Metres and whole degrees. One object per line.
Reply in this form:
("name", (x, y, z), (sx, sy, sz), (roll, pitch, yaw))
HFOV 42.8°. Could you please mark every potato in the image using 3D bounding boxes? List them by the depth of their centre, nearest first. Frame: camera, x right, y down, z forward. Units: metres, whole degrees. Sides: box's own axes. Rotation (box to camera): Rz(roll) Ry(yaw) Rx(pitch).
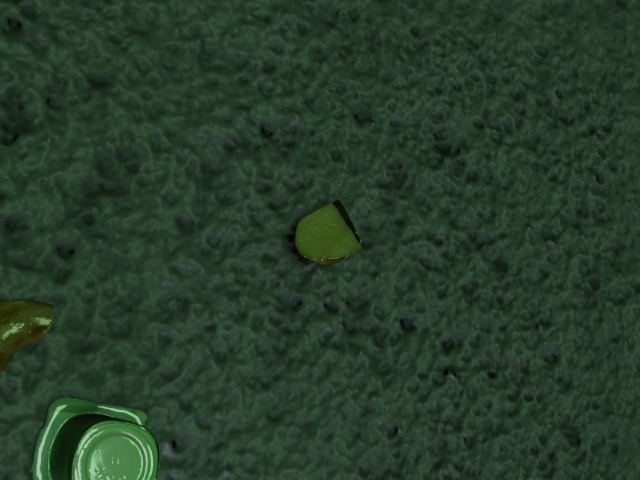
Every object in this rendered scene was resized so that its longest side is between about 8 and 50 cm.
("potato", (0.000, 0.000, 1.285), (0.103, 0.066, 0.096), (-18, 68, -20))

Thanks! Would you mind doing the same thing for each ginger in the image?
("ginger", (-0.452, 0.181, 1.019), (0.118, 0.065, 0.299), (51, 61, -17))

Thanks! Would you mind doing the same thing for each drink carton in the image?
("drink carton", (-0.281, 0.285, 1.052), (0.146, 0.142, 0.144), (17, 76, -27))
